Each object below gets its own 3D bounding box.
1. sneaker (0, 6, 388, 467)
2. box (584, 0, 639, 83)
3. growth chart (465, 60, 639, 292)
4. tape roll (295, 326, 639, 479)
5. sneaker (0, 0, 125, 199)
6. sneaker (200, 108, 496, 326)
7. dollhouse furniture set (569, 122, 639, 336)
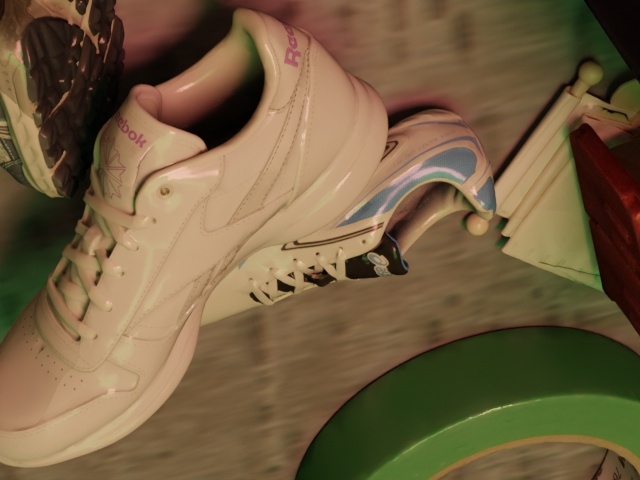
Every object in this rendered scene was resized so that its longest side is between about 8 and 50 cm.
[{"bbox_3d":[-0.105,-0.007,0.879,0.305,0.114,0.152,-48,141,0],"label":"sneaker"},{"bbox_3d":[0.214,-0.115,0.841,0.103,0.261,0.184,-37,131,15],"label":"box"},{"bbox_3d":[0.219,-0.026,1.089,0.237,0.021,0.172,25,118,-34],"label":"growth chart"},{"bbox_3d":[0.140,0.209,1.236,0.321,0.077,0.321,-9,132,-10],"label":"tape roll"},{"bbox_3d":[-0.193,-0.125,0.824,0.122,0.110,0.283,10,151,18],"label":"sneaker"},{"bbox_3d":[0.000,0.000,0.987,0.237,0.086,0.085,-28,152,6],"label":"sneaker"},{"bbox_3d":[0.311,0.043,0.918,0.201,0.374,0.152,-22,127,-1],"label":"dollhouse furniture set"}]
